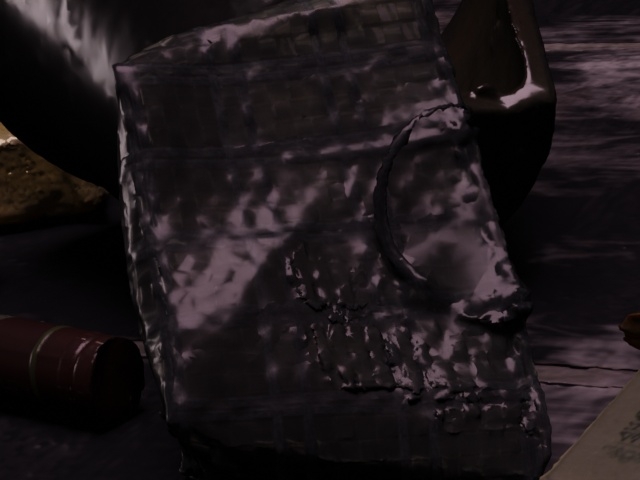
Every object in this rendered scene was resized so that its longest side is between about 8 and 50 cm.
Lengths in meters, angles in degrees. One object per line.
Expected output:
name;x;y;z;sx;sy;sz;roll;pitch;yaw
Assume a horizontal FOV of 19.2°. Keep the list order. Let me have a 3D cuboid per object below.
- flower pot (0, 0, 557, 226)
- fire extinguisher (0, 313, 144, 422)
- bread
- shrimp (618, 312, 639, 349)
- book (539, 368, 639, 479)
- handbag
flower pot;-0.021;-0.110;1.083;0.379;0.379;0.251;-11;41;-14
fire extinguisher;-0.157;0.062;0.979;0.157;0.045;0.078;6;-6;36
bread;-0.212;-0.064;1.323;0.125;0.068;0.188;-7;19;-3
shrimp;0.198;0.069;0.854;0.162;0.045;0.095;13;47;34
book;0.250;0.031;0.767;0.215;0.025;0.282;5;42;49
handbag;0.000;0.000;0.859;0.175;0.270;0.089;-11;-23;-1
